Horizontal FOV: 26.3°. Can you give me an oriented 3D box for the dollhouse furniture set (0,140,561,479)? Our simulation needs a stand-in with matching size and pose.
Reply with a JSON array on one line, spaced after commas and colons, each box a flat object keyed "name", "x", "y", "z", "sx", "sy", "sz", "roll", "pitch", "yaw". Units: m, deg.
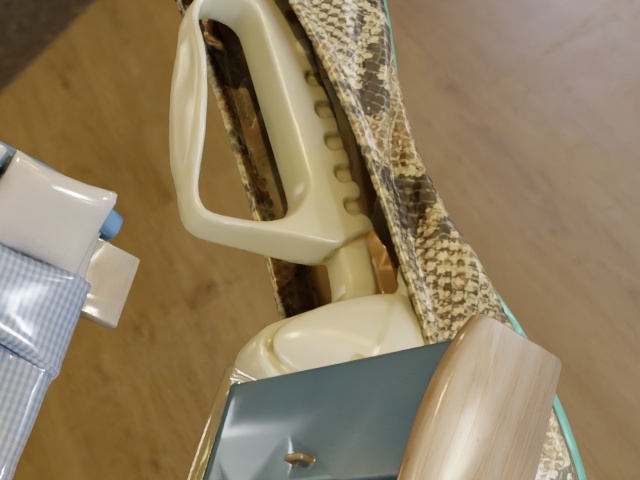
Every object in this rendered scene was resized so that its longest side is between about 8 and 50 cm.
[{"name": "dollhouse furniture set", "x": -0.108, "y": 0.097, "z": 0.513, "sx": 0.198, "sy": 0.303, "sz": 0.286, "roll": -20, "pitch": 46, "yaw": 54}]

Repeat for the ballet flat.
[{"name": "ballet flat", "x": 0.000, "y": 0.000, "z": 0.832, "sx": 0.164, "sy": 0.182, "sz": 0.483, "roll": -36, "pitch": 67, "yaw": 45}]
